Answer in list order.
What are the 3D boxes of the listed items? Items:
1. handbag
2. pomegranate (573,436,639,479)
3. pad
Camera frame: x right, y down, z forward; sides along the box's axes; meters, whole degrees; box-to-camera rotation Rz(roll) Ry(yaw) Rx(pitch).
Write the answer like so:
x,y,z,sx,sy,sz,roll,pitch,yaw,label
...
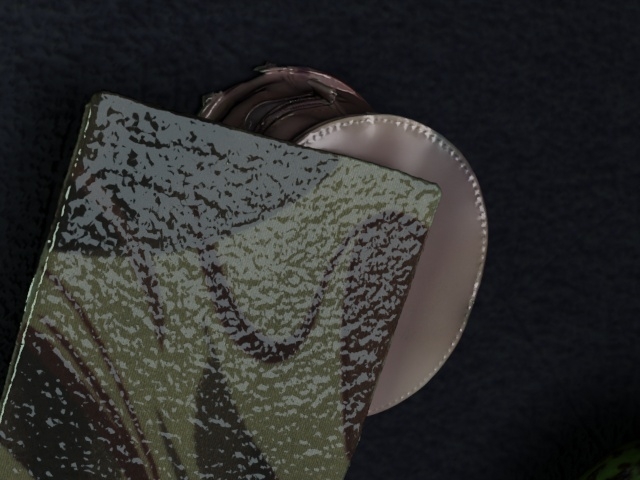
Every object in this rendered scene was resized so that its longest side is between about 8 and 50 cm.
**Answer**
x,y,z,sx,sy,sz,roll,pitch,yaw,label
0.000,0.000,1.111,0.179,0.116,0.205,6,101,-26,handbag
0.273,0.233,1.237,0.254,0.254,0.270,35,59,-28,pomegranate
-0.077,0.093,1.044,0.220,0.004,0.330,14,103,-15,pad
